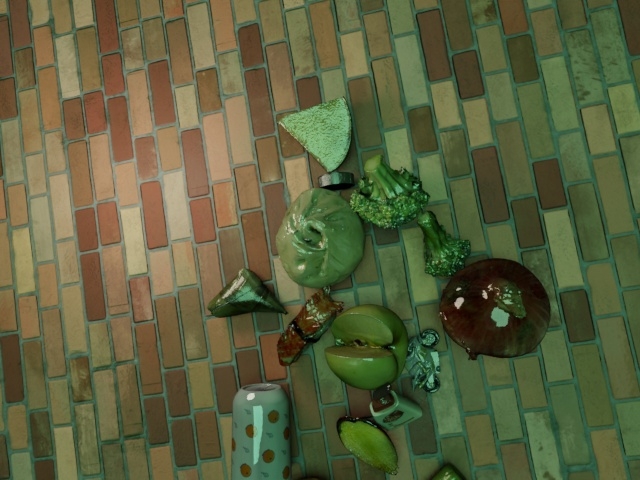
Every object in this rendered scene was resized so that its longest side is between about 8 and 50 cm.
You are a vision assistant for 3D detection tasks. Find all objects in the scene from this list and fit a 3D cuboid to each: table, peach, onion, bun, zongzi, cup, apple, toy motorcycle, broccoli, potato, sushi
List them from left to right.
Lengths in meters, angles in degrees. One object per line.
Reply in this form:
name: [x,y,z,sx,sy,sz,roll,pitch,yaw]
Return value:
zongzi: [-0.274,0.254,1.781,0.221,0.112,0.242,-44,82,2]
cup: [-0.208,0.682,1.689,0.213,0.212,0.317,-1,85,8]
sushi: [-0.049,0.313,1.716,0.124,0.130,0.332,44,113,14]
bun: [0.000,0.000,1.704,0.326,0.234,0.361,19,95,4]
potato: [0.005,-0.369,1.790,0.270,0.112,0.255,-17,87,10]
table: [0.058,-0.216,1.756,0.134,0.133,0.043,-6,86,8]
apple: [0.156,0.361,1.623,0.254,0.292,0.291,-6,84,37]
peach: [0.181,0.705,1.677,0.279,0.068,0.189,50,128,-5]
broccoli: [0.229,-0.154,1.643,0.288,0.260,0.235,11,88,47]
toy motorcycle: [0.348,0.427,1.695,0.153,0.073,0.224,-1,84,10]
broccoli: [0.411,-0.016,1.645,0.177,0.198,0.274,-16,117,26]
onion: [0.566,0.231,1.570,0.354,0.353,0.353,-1,86,8]

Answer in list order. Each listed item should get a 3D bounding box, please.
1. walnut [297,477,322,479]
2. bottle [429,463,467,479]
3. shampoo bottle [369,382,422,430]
walnut: [-0.060,0.951,1.642,0.257,0.257,0.224,-26,50,6]
bottle: [0.389,0.896,1.633,0.112,0.112,0.260,44,93,9]
shampoo bottle: [0.237,0.557,1.605,0.153,0.284,0.071,-26,50,9]
